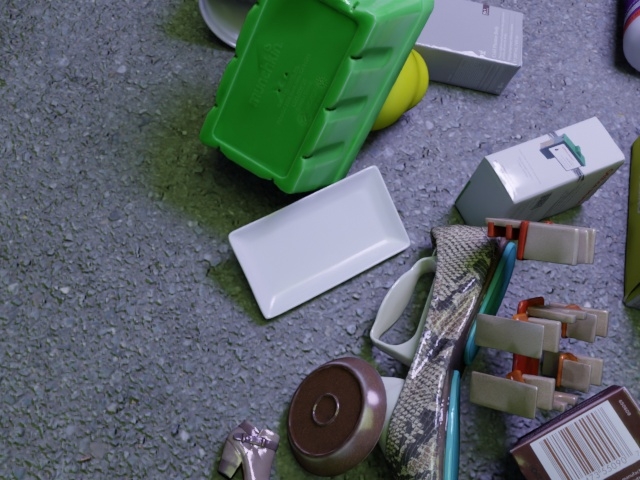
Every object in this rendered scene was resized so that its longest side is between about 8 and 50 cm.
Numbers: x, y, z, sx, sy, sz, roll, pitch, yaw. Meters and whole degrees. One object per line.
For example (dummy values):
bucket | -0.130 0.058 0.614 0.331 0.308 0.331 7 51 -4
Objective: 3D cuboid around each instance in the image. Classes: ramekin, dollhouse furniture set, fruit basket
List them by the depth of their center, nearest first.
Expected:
dollhouse furniture set | 0.293 0.102 1.047 0.135 0.262 0.259 8 95 37
fruit basket | 0.018 -0.272 1.186 0.283 0.392 0.392 31 65 5
ramekin | -0.098 -0.429 1.282 0.207 0.207 0.109 9 56 -4

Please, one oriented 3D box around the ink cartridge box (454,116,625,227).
ink cartridge box | 0.351 -0.095 1.218 0.219 0.160 0.092 -21 70 -18

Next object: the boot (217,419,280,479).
boot | -0.081 0.306 1.037 0.118 0.042 0.087 35 57 0

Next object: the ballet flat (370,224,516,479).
ballet flat | 0.152 0.176 1.086 0.182 0.164 0.483 9 57 19

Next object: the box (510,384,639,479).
box | 0.368 0.301 0.987 0.168 0.203 0.167 -34 72 10

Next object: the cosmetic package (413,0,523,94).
cosmetic package | 0.232 -0.358 1.352 0.238 0.107 0.127 11 67 -7

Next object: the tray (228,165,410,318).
tray | 0.000 0.000 1.173 0.270 0.030 0.145 -26 97 -19

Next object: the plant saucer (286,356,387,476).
plant saucer | 0.014 0.234 1.027 0.168 0.029 0.168 -23 49 29

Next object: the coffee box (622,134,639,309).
coffee box | 0.705 -0.066 1.160 0.334 0.338 0.338 14 65 -1

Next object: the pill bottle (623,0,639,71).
pill bottle | 0.675 -0.481 1.431 0.181 0.181 0.323 14 65 -2
